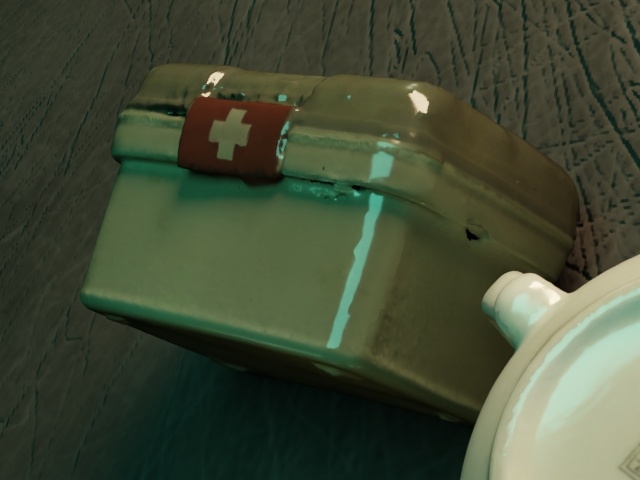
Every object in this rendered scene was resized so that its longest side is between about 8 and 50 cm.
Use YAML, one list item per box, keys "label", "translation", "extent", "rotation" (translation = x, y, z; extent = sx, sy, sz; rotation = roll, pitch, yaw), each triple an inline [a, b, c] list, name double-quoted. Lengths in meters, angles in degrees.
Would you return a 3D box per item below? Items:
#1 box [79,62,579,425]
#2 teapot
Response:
- label: "box"
  translation: [0.000, 0.000, 0.796]
  extent: [0.210, 0.148, 0.129]
  rotation: [9, 78, 45]
- label: "teapot"
  translation: [0.143, 0.090, 0.604]
  extent: [0.204, 0.139, 0.298]
  rotation: [-45, 43, 7]
